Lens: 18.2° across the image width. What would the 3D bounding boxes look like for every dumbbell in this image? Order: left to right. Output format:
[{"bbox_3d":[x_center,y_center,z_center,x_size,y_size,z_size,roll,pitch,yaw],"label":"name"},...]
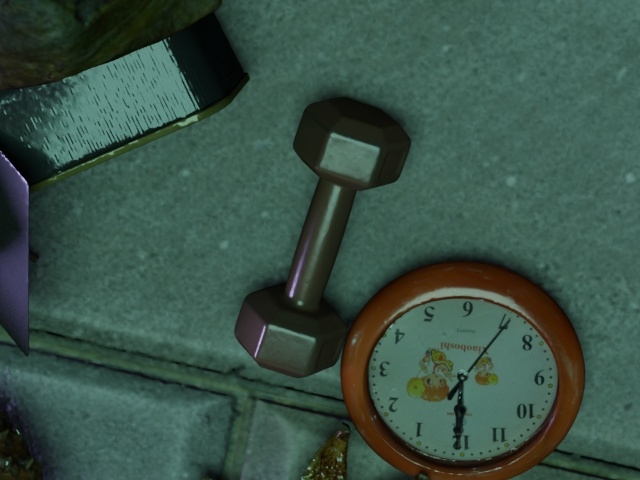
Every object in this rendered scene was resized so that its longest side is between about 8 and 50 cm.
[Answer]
[{"bbox_3d":[0.000,0.000,1.631,0.082,0.092,0.231,28,112,26],"label":"dumbbell"}]

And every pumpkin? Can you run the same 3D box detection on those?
[{"bbox_3d":[-0.222,-0.252,1.471,0.256,0.303,0.225,-27,114,-14],"label":"pumpkin"}]

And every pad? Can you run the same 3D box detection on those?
[{"bbox_3d":[-0.270,-0.017,1.600,0.143,0.003,0.211,47,148,28],"label":"pad"}]

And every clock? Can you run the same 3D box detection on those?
[{"bbox_3d":[0.119,0.113,1.675,0.205,0.051,0.205,2,112,6],"label":"clock"}]

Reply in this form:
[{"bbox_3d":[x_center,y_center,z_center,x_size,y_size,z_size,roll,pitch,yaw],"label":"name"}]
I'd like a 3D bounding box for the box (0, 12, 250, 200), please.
[{"bbox_3d":[-0.169,-0.119,1.575,0.201,0.144,0.090,-21,103,14],"label":"box"}]

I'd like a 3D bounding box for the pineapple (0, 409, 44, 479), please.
[{"bbox_3d":[-0.374,0.126,1.691,0.165,0.165,0.364,-33,95,15],"label":"pineapple"}]

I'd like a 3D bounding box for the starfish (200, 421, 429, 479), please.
[{"bbox_3d":[0.005,0.257,1.731,0.240,0.043,0.227,30,126,-13],"label":"starfish"}]

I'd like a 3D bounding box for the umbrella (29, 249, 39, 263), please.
[{"bbox_3d":[-0.306,-0.031,1.682,0.165,0.025,0.027,36,138,-6],"label":"umbrella"}]
